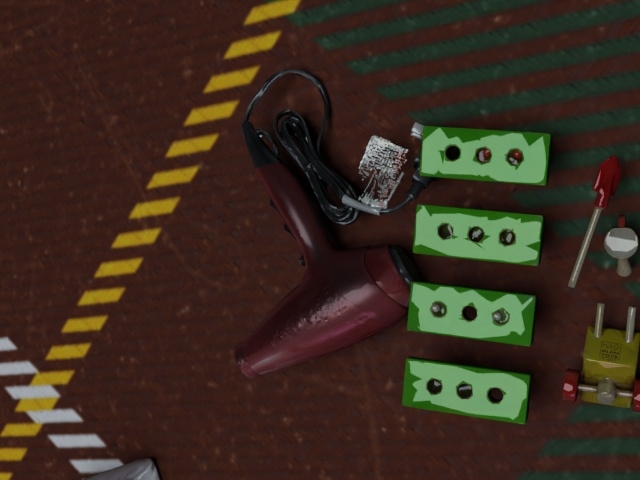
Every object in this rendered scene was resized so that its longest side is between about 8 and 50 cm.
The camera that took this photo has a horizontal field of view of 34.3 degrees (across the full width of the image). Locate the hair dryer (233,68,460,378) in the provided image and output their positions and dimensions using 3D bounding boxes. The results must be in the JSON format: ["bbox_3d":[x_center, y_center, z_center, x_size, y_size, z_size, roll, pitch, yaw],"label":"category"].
[{"bbox_3d":[0.000,0.000,0.987,0.224,0.080,0.293,21,89,29],"label":"hair dryer"}]

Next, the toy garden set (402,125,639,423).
[{"bbox_3d":[0.182,0.032,0.884,0.204,0.049,0.244,6,95,18],"label":"toy garden set"}]

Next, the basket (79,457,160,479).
[{"bbox_3d":[-0.228,0.330,1.104,0.103,0.113,0.167,-19,84,30],"label":"basket"}]
